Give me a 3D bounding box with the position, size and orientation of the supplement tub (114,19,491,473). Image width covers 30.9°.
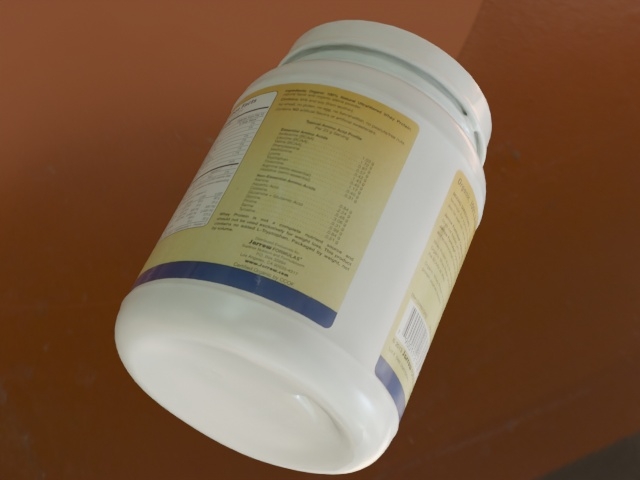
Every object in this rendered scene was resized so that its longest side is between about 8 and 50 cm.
[{"bbox_3d":[0.000,0.000,0.935,0.228,0.228,0.316,40,57,-22],"label":"supplement tub"}]
